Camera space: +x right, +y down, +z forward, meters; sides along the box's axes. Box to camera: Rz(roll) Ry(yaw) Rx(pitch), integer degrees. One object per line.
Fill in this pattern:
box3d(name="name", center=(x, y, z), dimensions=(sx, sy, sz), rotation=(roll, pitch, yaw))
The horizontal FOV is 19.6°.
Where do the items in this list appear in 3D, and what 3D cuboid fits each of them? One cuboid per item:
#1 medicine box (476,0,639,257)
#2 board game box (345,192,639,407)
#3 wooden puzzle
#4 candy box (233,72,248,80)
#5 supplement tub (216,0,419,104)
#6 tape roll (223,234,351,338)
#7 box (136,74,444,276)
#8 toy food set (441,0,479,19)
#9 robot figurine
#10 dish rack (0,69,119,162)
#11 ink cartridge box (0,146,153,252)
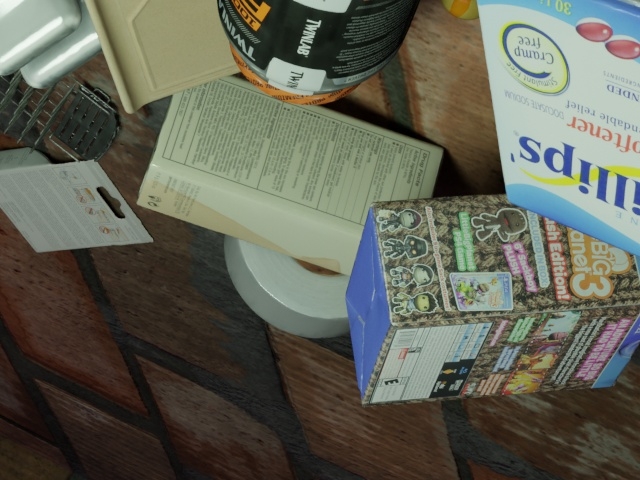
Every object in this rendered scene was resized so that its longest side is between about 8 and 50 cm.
box3d(name="medicine box", center=(0.290, -0.133, 1.594), dimensions=(0.263, 0.149, 0.289), rotation=(25, 144, 36))
box3d(name="board game box", center=(0.189, 0.061, 1.967), dimensions=(0.291, 0.141, 0.232), rotation=(-4, 154, -10))
box3d(name="wooden puzzle", center=(-0.117, -0.248, 1.910), dimensions=(0.221, 0.238, 0.044), rotation=(76, 170, -54))
box3d(name="candy box", center=(-0.151, -0.271, 2.055), dimensions=(0.159, 0.071, 0.233), rotation=(28, 155, 15))
box3d(name="supplement tub", center=(0.007, -0.266, 1.728), dimensions=(0.193, 0.194, 0.316), rotation=(32, 153, 6))
box3d(name="tape roll", center=(0.000, 0.000, 2.169), dimensions=(0.219, 0.219, 0.072), rotation=(35, 154, 1))
box3d(name="box", center=(-0.034, -0.071, 2.081), dimensions=(0.311, 0.148, 0.121), rotation=(20, 155, -6))
box3d(name="toy food set", center=(0.161, -0.242, 1.764), dimensions=(0.192, 0.038, 0.132), rotation=(36, 155, -2))
box3d(name="robot figurine", center=(-0.340, -0.336, 1.943), dimensions=(0.353, 0.199, 0.300), rotation=(64, -166, 16))
box3d(name="dish rack", center=(-0.400, -0.195, 2.487), dimensions=(0.271, 0.074, 0.208), rotation=(37, 155, -5))
box3d(name="ink cartridge box", center=(-0.370, -0.064, 2.729), dimensions=(0.224, 0.056, 0.181), rotation=(-7, 135, 29))
